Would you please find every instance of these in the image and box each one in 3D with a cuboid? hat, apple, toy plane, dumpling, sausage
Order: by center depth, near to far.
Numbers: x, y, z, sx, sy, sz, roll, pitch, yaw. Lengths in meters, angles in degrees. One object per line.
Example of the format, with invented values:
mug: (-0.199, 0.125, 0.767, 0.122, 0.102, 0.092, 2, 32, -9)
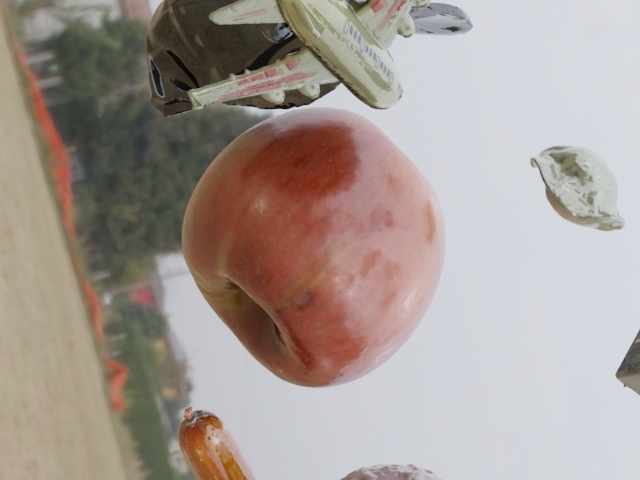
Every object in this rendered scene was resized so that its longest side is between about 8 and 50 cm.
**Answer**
toy plane: (0.013, -0.166, 0.955, 0.104, 0.242, 0.256, 59, 12, 13)
hat: (-0.020, -0.290, 1.447, 0.257, 0.366, 0.382, 62, -30, -3)
sausage: (-0.129, 0.308, 1.579, 0.234, 0.071, 0.071, 66, -4, -29)
apple: (0.000, 0.000, 1.630, 0.364, 0.364, 0.364, 165, -90, -81)
dumpling: (0.347, -0.082, 1.672, 0.100, 0.134, 0.169, -39, -132, 45)

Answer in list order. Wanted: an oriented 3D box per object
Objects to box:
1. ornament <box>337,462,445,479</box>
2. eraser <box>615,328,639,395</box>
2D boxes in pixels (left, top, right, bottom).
ornament: (0.096, 0.408, 1.520, 0.259, 0.225, 0.259, 22, -57, 38)
eraser: (0.383, 0.062, 1.201, 0.046, 0.212, 0.092, 39, -22, -9)
